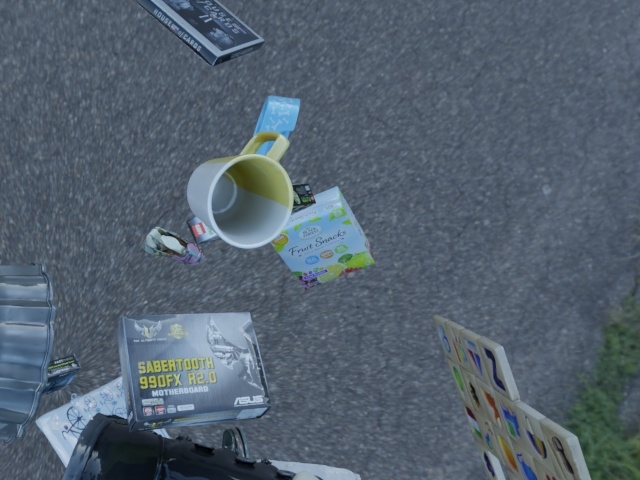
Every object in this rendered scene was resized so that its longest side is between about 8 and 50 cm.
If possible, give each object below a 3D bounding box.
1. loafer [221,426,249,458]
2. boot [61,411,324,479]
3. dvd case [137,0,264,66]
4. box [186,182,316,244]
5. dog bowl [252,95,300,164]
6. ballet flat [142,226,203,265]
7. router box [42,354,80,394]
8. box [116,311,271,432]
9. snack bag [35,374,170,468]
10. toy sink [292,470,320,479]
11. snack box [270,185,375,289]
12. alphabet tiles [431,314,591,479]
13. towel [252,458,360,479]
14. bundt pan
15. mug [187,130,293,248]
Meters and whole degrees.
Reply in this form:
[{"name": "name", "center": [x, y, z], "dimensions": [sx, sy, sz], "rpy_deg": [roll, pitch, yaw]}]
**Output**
[{"name": "loafer", "center": [-0.212, 0.563, 1.666], "dimensions": [0.084, 0.096, 0.267], "rpy_deg": [9, 52, -27]}, {"name": "boot", "center": [-0.200, 0.440, 1.256], "dimensions": [0.445, 0.367, 0.146], "rpy_deg": [22, 86, -2]}, {"name": "dvd case", "center": [-0.221, -0.417, 1.376], "dimensions": [0.179, 0.029, 0.238], "rpy_deg": [40, 28, -1]}, {"name": "box", "center": [-0.092, -0.042, 1.024], "dimensions": [0.114, 0.207, 0.036], "rpy_deg": [-24, 88, 19]}, {"name": "dog bowl", "center": [-0.127, -0.200, 1.660], "dimensions": [0.074, 0.166, 0.297], "rpy_deg": [18, 84, -12]}, {"name": "ballet flat", "center": [-0.392, 0.006, 1.832], "dimensions": [0.077, 0.221, 0.079], "rpy_deg": [-60, 141, -16]}, {"name": "router box", "center": [-0.596, 0.300, 1.555], "dimensions": [0.122, 0.092, 0.038], "rpy_deg": [-13, 62, -49]}, {"name": "box", "center": [-0.212, 0.214, 1.199], "dimensions": [0.231, 0.056, 0.183], "rpy_deg": [2, 56, -28]}, {"name": "snack bag", "center": [-0.475, 0.486, 1.629], "dimensions": [0.323, 0.343, 0.037], "rpy_deg": [61, 27, -8]}, {"name": "toy sink", "center": [-0.038, 0.429, 0.865], "dimensions": [0.153, 0.131, 0.234], "rpy_deg": [41, 31, -6]}, {"name": "snack box", "center": [0.000, 0.000, 1.542], "dimensions": [0.174, 0.207, 0.070], "rpy_deg": [-22, 45, 11]}, {"name": "alphabet tiles", "center": [0.149, 0.163, 0.530], "dimensions": [0.009, 0.237, 0.198], "rpy_deg": [-20, 94, -6]}, {"name": "towel", "center": [-0.044, 0.649, 1.769], "dimensions": [0.282, 0.049, 0.187], "rpy_deg": [7, 68, -3]}, {"name": "bundt pan", "center": [-0.588, 0.189, 1.268], "dimensions": [0.124, 0.331, 0.330], "rpy_deg": [14, 74, -36]}, {"name": "mug", "center": [-0.055, -0.034, 0.494], "dimensions": [0.078, 0.064, 0.062], "rpy_deg": [-29, 114, -25]}]
